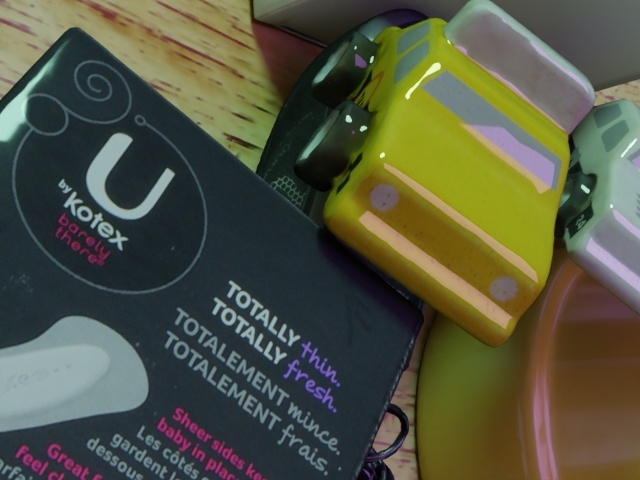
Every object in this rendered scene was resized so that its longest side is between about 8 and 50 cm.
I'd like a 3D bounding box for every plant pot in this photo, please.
[{"bbox_3d":[0.226,0.117,0.738,0.254,0.239,0.254,19,66,-48],"label":"plant pot"}]

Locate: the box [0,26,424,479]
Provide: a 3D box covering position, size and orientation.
[{"bbox_3d":[-0.106,0.093,0.373,0.165,0.143,0.270,40,48,-13],"label":"box"}]

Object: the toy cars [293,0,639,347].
[{"bbox_3d":[0.118,-0.039,0.569,0.393,0.087,0.176,7,41,-55],"label":"toy cars"}]

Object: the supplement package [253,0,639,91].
[{"bbox_3d":[0.117,-0.190,0.724,0.261,0.204,0.145,12,70,-50],"label":"supplement package"}]

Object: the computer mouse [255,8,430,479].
[{"bbox_3d":[0.000,0.000,0.636,0.188,0.072,0.272,40,62,-40],"label":"computer mouse"}]
